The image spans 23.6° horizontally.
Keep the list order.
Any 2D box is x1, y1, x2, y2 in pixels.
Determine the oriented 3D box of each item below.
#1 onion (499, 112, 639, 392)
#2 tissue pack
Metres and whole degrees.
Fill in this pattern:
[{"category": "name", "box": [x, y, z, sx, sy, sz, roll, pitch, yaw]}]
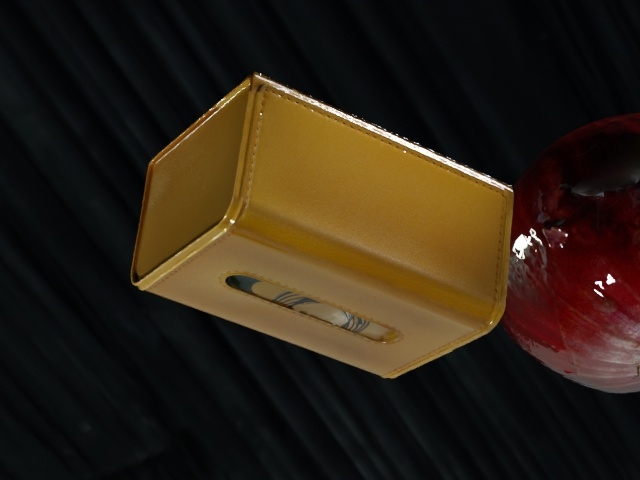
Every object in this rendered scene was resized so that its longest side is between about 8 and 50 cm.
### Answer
[{"category": "onion", "box": [0.347, 0.012, 1.711, 0.341, 0.341, 0.341, -28, 24, 14]}, {"category": "tissue pack", "box": [0.000, 0.000, 1.335, 0.194, 0.274, 0.145, -31, 43, 52]}]
